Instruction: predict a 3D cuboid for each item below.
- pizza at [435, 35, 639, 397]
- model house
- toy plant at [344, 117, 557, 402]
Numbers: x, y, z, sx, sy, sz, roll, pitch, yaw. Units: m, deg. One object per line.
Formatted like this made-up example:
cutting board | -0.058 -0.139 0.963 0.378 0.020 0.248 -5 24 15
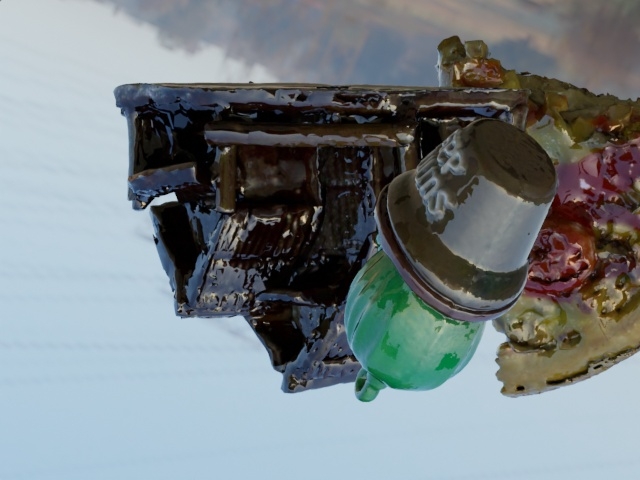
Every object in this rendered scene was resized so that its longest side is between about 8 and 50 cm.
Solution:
pizza | 0.248 -0.049 1.953 0.406 0.440 0.130 45 -150 4
model house | 0.000 0.000 1.572 0.317 0.283 0.297 -3 -172 -30
toy plant | 0.070 0.015 1.099 0.105 0.200 0.143 23 -147 -20
